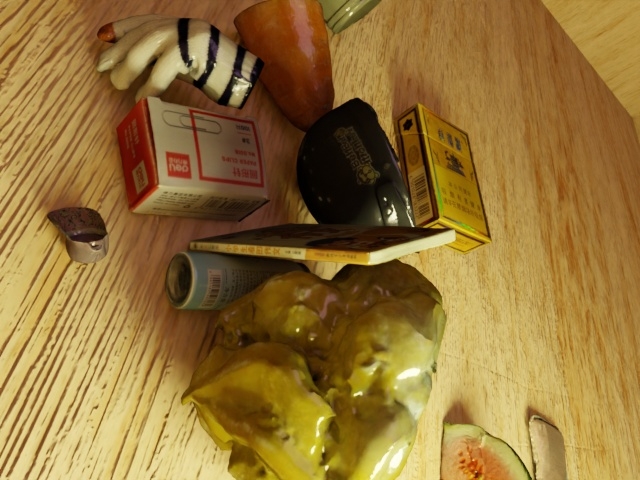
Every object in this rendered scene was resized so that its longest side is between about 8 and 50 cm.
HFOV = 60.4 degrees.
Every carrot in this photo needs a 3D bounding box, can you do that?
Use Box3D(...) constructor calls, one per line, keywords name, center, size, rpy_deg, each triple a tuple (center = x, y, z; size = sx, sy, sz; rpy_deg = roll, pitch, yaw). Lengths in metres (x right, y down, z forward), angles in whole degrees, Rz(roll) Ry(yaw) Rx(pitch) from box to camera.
Box3D(name="carrot", center=(-0.045, -0.300, 0.981), size=(0.159, 0.159, 0.225), rpy_deg=(-23, 98, -49))

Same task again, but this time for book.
Box3D(name="book", center=(0.000, 0.000, 0.732), size=(0.207, 0.295, 0.020), rpy_deg=(-13, 102, -51))

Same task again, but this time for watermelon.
Box3D(name="watermelon", center=(0.289, 0.433, 0.864), size=(0.159, 0.128, 0.304), rpy_deg=(22, 47, -12))

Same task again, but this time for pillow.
Box3D(name="pillow", center=(0.479, 0.478, 1.141), size=(0.135, 0.034, 0.211), rpy_deg=(35, 48, -32))

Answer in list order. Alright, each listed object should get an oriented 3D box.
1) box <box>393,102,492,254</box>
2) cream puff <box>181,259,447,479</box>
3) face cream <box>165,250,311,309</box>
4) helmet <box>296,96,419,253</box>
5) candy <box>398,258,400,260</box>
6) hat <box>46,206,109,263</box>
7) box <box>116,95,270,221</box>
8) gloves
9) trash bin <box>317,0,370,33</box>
Box3D(name="box", center=(0.272, -0.137, 1.235), size=(0.192, 0.084, 0.302), rpy_deg=(19, 56, -38))
Box3D(name="cream puff", center=(-0.008, 0.153, 0.674), size=(0.257, 0.291, 0.325), rpy_deg=(23, 70, -2))
Box3D(name="face cream", center=(-0.094, 0.059, 0.760), size=(0.229, 0.075, 0.075), rpy_deg=(8, 63, -43))
Box3D(name="helmet", center=(0.049, -0.086, 0.906), size=(0.230, 0.160, 0.279), rpy_deg=(69, 2, -75))
Box3D(name="candy", center=(0.120, 0.011, 1.051), size=(0.083, 0.023, 0.025), rpy_deg=(42, 51, -7))
Box3D(name="hat", center=(-0.280, -0.004, 0.640), size=(0.087, 0.042, 0.058), rpy_deg=(36, 30, 24))
Box3D(name="box", center=(-0.170, -0.107, 0.756), size=(0.182, 0.099, 0.133), rpy_deg=(4, 67, -44))
Box3D(name="gloves", center=(-0.197, -0.256, 0.762), size=(0.218, 0.131, 0.140), rpy_deg=(27, 39, -11))
Box3D(name="trash bin", center=(0.026, -0.616, 1.233), size=(0.247, 0.121, 0.243), rpy_deg=(50, 42, -9))
